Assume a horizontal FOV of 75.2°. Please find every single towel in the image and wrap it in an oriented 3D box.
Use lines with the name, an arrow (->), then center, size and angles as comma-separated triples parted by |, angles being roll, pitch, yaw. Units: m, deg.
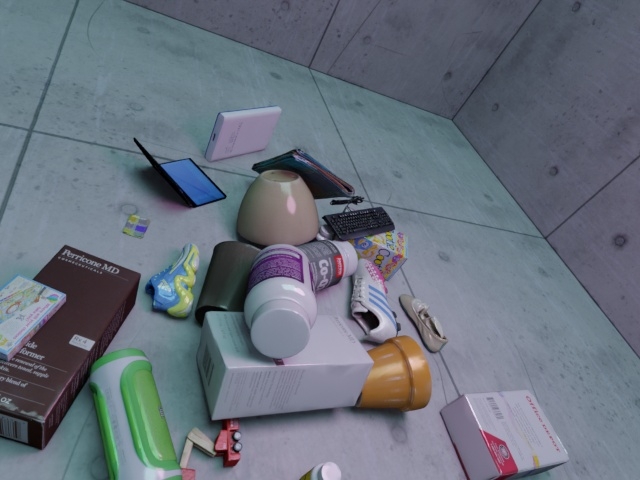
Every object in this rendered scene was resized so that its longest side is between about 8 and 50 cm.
towel -> -0.072, -0.221, 1.510 | 0.271, 0.370, 0.040 | 31, 75, -29
towel -> -0.553, -0.044, 1.251 | 0.060, 0.009, 0.083 | 20, 39, -17

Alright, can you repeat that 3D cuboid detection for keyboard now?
keyboard -> 0.133, -0.096, 1.540 | 0.317, 0.033, 0.201 | -12, 54, -43

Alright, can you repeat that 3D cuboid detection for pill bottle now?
pill bottle -> 0.000, 0.000, 1.500 | 0.067, 0.120, 0.067 | 19, 40, -17
pill bottle -> -0.001, 0.535, 0.922 | 0.065, 0.116, 0.065 | 20, 40, -17
pill bottle -> -0.018, 0.085, 1.363 | 0.283, 0.161, 0.161 | -14, 57, -43
pill bottle -> -0.095, 0.138, 0.992 | 0.169, 0.169, 0.301 | 23, 18, -13

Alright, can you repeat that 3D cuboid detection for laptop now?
laptop -> -0.467, -0.239, 1.419 | 0.136, 0.264, 0.234 | -42, 74, -14

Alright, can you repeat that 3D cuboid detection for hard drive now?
hard drive -> -0.308, -0.436, 1.684 | 0.040, 0.210, 0.319 | 44, 39, 15

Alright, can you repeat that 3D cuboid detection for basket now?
basket -> -0.244, 0.137, 1.164 | 0.204, 0.154, 0.226 | 22, 43, -6

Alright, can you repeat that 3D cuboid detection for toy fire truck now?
toy fire truck -> -0.243, 0.443, 0.909 | 0.135, 0.047, 0.192 | 10, 42, -24

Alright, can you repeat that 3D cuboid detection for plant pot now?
plant pot -> -0.138, -0.128, 1.403 | 0.284, 0.190, 0.284 | 5, 28, -2
plant pot -> 0.175, 0.383, 1.166 | 0.188, 0.205, 0.205 | -5, 50, -18

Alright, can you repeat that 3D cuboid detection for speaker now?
speaker -> -0.373, 0.372, 0.831 | 0.131, 0.131, 0.296 | -5, 52, -39

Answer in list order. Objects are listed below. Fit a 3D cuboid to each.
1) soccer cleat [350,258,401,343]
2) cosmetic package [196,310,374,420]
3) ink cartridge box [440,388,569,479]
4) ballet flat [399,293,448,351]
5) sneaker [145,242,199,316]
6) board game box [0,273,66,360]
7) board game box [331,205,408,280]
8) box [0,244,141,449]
soccer cleat -> 0.156, 0.191, 1.406 | 0.143, 0.116, 0.331 | 6, 45, -31
cosmetic package -> -0.090, 0.299, 1.040 | 0.385, 0.156, 0.217 | 5, 24, -30
ink cartridge box -> 0.547, 0.582, 1.245 | 0.306, 0.131, 0.226 | 10, 43, -29
ballet flat -> 0.375, 0.277, 1.495 | 0.086, 0.086, 0.248 | -1, 48, -36
sneaker -> -0.405, 0.093, 1.140 | 0.126, 0.091, 0.240 | 12, 43, -23
board game box -> -0.586, 0.142, 0.793 | 0.103, 0.026, 0.154 | 26, 38, -5
board game box -> 0.182, 0.011, 1.598 | 0.275, 0.142, 0.144 | 26, 38, -9
box -> -0.558, 0.203, 0.877 | 0.191, 0.143, 0.381 | 23, 37, -11
